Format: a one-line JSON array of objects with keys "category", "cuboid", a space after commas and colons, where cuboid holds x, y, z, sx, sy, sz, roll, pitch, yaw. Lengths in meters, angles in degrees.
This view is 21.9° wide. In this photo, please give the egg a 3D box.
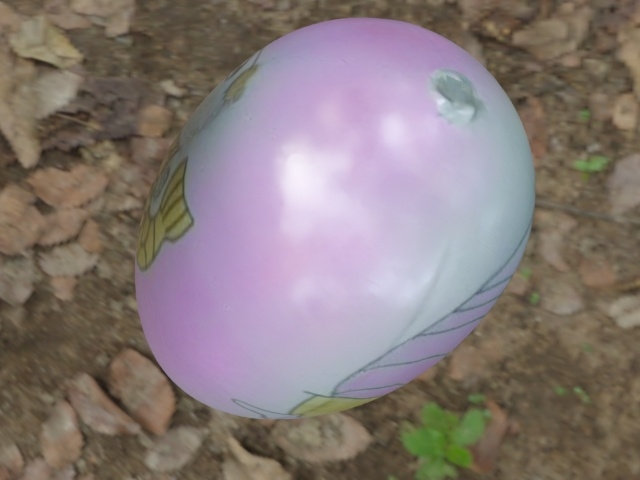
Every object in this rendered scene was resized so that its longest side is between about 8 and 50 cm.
[{"category": "egg", "cuboid": [0.000, 0.000, 0.901, 0.196, 0.196, 0.271, 13, 130, -24]}]
